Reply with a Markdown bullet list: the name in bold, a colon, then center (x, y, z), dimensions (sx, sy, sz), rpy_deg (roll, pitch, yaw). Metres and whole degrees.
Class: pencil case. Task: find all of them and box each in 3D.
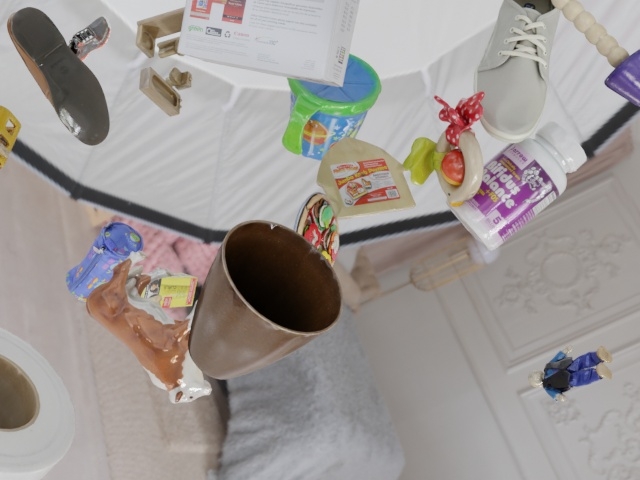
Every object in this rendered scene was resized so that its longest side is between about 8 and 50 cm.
- **pencil case**: center (-0.634, 0.066, 2.030), dimensions (0.133, 0.306, 0.119), rpy_deg (-21, 76, -51)

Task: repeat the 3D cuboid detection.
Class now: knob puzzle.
- **knob puzzle**: center (0.081, -0.129, 1.428), dimensions (0.030, 0.213, 0.213), rpy_deg (108, -35, -56)

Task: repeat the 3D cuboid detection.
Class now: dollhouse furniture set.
- **dollhouse furniture set**: center (-0.299, -0.372, 1.471), dimensions (0.144, 0.123, 0.151), rpy_deg (43, 42, -59)

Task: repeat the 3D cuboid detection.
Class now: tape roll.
- **tape roll**: center (-0.464, 0.241, 0.889), dimensions (0.246, 0.169, 0.246), rpy_deg (43, 13, -13)

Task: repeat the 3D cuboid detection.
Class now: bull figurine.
- **bull figurine**: center (-0.312, 0.169, 1.356), dimensions (0.310, 0.188, 0.101), rpy_deg (39, -3, 6)

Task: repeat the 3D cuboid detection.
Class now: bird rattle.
- **bird rattle**: center (0.303, -0.192, 1.530), dimensions (0.253, 0.143, 0.207), rpy_deg (-52, -129, 54)

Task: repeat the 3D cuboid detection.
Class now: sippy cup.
- **sippy cup**: center (0.018, -0.334, 1.800), dimensions (0.224, 0.306, 0.240), rpy_deg (106, -34, -49)

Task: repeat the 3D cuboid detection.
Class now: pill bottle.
- **pill bottle**: center (0.454, -0.131, 1.617), dimensions (0.169, 0.301, 0.169), rpy_deg (48, 6, -7)

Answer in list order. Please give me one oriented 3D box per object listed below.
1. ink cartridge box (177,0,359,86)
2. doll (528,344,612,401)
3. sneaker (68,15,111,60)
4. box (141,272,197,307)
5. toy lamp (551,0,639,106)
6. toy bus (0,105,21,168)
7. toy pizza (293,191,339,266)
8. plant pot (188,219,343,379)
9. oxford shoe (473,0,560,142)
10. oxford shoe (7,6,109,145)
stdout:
- **ink cartridge box**: center (-0.090, -0.460, 1.343), dimensions (0.130, 0.310, 0.271), rpy_deg (-17, 121, -71)
- **doll**: center (0.510, 0.270, 1.445), dimensions (0.046, 0.189, 0.129), rpy_deg (32, 53, -20)
- **sneaker**: center (-0.610, -0.523, 1.824), dimensions (0.061, 0.158, 0.065), rpy_deg (53, 22, 7)
- **box**: center (-0.409, 0.130, 1.812), dimensions (0.232, 0.058, 0.087), rpy_deg (9, 93, -69)
- **toy lamp**: center (0.414, -0.318, 1.066), dimensions (0.274, 0.080, 0.080), rpy_deg (53, 8, 14)
- **toy bus**: center (-0.755, -0.209, 1.578), dimensions (0.191, 0.104, 0.202), rpy_deg (-54, 145, -69)
- **toy pizza**: center (0.000, 0.000, 1.453), dimensions (0.201, 0.032, 0.201), rpy_deg (-15, 107, -62)
- **plant pot**: center (-0.115, 0.121, 1.133), dimensions (0.215, 0.230, 0.215), rpy_deg (25, 39, -22)
- **oxford shoe**: center (0.450, -0.428, 1.575), dimensions (0.130, 0.169, 0.449), rpy_deg (96, 11, -70)
- **oxford shoe**: center (-0.377, -0.236, 1.015), dimensions (0.076, 0.076, 0.212), rpy_deg (19, -40, 51)
